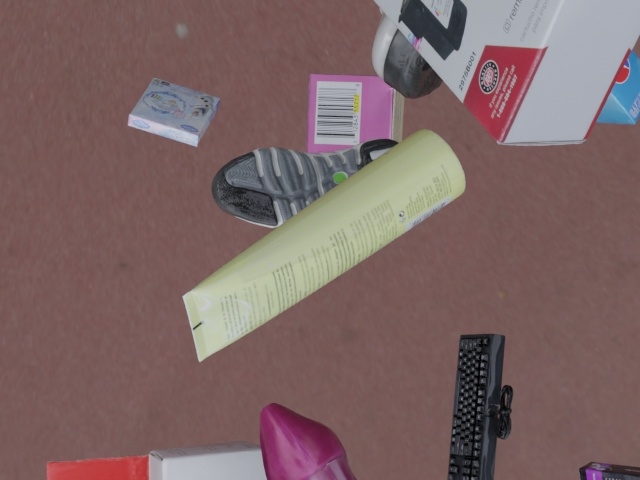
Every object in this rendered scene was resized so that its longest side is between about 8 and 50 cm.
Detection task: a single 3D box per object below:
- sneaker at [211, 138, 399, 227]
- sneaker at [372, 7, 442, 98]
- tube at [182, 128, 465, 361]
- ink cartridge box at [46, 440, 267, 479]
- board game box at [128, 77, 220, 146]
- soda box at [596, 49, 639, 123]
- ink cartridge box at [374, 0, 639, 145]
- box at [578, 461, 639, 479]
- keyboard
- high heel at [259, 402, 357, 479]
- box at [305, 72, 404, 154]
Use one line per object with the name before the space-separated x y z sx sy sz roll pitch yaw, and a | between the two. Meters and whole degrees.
sneaker | -0.024 -0.048 1.420 0.229 0.132 0.086 -7 81 -26
sneaker | 0.062 -0.335 1.554 0.258 0.447 0.169 20 131 3
tube | 0.000 0.000 0.997 0.240 0.062 0.070 -35 109 -18
ink cartridge box | -0.191 0.403 1.608 0.261 0.066 0.296 -2 91 -25
board game box | -0.181 -0.160 1.655 0.090 0.090 0.020 18 129 4
soda box | 0.309 -0.226 1.581 0.210 0.071 0.067 43 70 -33
ink cartridge box | 0.110 -0.158 0.797 0.072 0.175 0.127 -5 132 -31
box | 0.330 0.278 1.282 0.029 0.162 0.116 -17 103 -45
keyboard | 0.187 0.199 1.568 0.023 0.108 0.180 11 80 -33
high heel | -0.020 0.200 1.128 0.082 0.244 0.117 -36 83 -9
box | 0.049 -0.114 1.857 0.117 0.243 0.213 3 92 7
